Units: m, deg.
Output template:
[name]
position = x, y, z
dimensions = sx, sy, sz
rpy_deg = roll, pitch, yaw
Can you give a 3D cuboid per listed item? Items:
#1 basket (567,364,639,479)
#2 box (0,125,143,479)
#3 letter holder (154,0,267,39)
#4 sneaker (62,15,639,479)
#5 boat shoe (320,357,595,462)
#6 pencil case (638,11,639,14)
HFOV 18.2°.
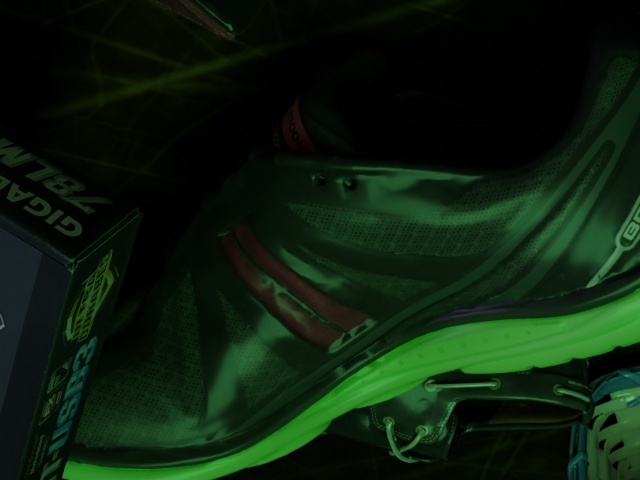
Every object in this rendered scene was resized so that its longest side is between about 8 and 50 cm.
[basket]
position = 0.261, 0.175, 1.272
dimensions = 0.201, 0.255, 0.289
rpy_deg = -8, 144, 3
[box]
position = -0.264, 0.032, 1.106
dimensions = 0.293, 0.073, 0.295
rpy_deg = 30, 129, 12
[letter holder]
position = -0.141, -0.255, 0.924
dimensions = 0.302, 0.214, 0.152
rpy_deg = 37, 87, -29
[sneaker]
position = 0.000, 0.000, 1.167
dimensions = 0.483, 0.185, 0.202
rpy_deg = -20, 110, 11
[boat shoe]
position = 0.060, 0.105, 1.292
dimensions = 0.233, 0.079, 0.084
rpy_deg = -12, 160, 6
[pencil case]
position = 0.273, -0.211, 1.019
dimensions = 0.124, 0.113, 0.273
rpy_deg = 50, 121, 10
